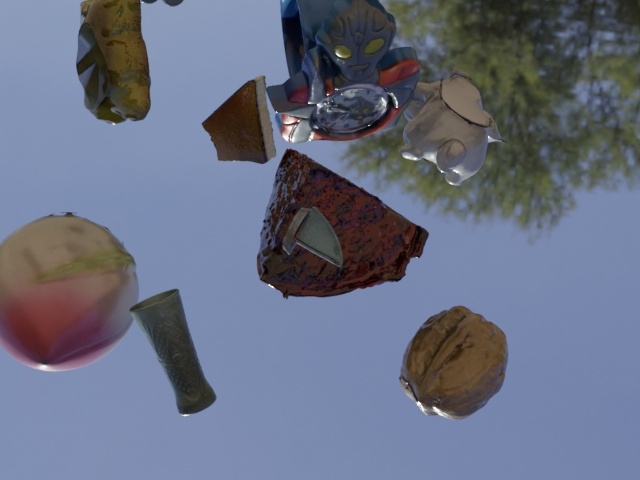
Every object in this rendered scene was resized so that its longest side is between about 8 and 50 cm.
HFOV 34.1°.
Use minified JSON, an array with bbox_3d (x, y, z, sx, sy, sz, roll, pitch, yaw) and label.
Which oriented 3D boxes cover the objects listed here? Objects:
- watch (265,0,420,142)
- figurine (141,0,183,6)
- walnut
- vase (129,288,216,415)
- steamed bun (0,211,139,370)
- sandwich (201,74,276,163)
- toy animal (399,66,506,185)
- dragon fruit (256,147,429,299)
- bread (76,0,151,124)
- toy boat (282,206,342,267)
[{"bbox_3d":[0.016,-0.334,1.670,0.241,0.305,0.274,-8,-125,-10],"label":"watch"},{"bbox_3d":[-0.383,-0.607,2.204,0.225,0.205,0.381,11,-140,-11],"label":"figurine"},{"bbox_3d":[0.258,0.235,1.999,0.198,0.198,0.245,22,-133,32],"label":"walnut"},{"bbox_3d":[-0.260,0.205,1.889,0.096,0.219,0.096,-20,-171,3],"label":"vase"},{"bbox_3d":[-0.488,0.123,1.952,0.309,0.309,0.309,4,-155,-2],"label":"steamed bun"},{"bbox_3d":[-0.189,-0.272,2.334,0.162,0.193,0.058,5,-155,27],"label":"sandwich"},{"bbox_3d":[0.248,-0.218,1.953,0.208,0.154,0.325,44,-149,11],"label":"toy animal"},{"bbox_3d":[0.026,-0.004,2.168,0.329,0.286,0.228,20,-179,-25],"label":"dragon fruit"},{"bbox_3d":[-0.361,-0.315,1.797,0.088,0.233,0.161,-14,-173,-34],"label":"bread"},{"bbox_3d":[0.001,0.000,1.831,0.122,0.096,0.034,28,-175,21],"label":"toy boat"}]
